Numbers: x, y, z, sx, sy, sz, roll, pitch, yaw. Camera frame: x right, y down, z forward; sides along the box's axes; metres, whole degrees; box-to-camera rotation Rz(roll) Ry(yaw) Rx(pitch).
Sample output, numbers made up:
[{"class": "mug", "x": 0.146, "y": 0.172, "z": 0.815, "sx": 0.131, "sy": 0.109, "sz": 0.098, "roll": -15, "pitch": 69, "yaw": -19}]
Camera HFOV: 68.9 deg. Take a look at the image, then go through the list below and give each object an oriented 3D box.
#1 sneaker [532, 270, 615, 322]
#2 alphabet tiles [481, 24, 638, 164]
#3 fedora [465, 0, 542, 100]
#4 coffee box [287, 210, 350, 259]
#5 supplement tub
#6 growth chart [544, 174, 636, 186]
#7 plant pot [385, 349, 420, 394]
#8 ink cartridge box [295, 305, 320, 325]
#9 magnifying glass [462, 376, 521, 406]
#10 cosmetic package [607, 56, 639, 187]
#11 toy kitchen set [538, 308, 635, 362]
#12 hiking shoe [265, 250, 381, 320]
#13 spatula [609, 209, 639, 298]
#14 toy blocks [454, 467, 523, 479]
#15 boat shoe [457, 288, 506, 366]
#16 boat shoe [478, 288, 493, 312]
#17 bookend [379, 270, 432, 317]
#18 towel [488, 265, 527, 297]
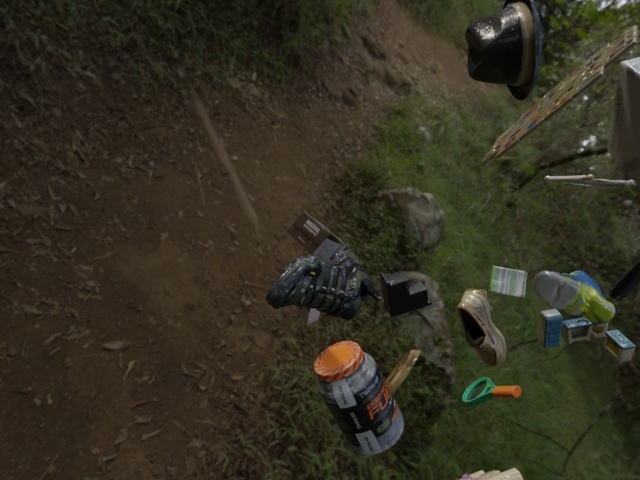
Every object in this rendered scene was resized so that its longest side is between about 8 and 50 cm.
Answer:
[{"class": "sneaker", "x": 0.630, "y": 0.120, "z": 1.192, "sx": 0.240, "sy": 0.091, "sz": 0.126, "roll": 29, "pitch": 35, "yaw": -14}, {"class": "alphabet tiles", "x": 0.485, "y": -0.292, "z": 0.965, "sx": 0.011, "sy": 0.342, "sz": 0.285, "roll": 46, "pitch": 43, "yaw": -1}, {"class": "fedora", "x": 0.498, "y": -0.539, "z": 1.319, "sx": 0.334, "sy": 0.153, "sz": 0.333, "roll": -8, "pitch": 90, "yaw": -81}, {"class": "coffee box", "x": 0.000, "y": 0.000, "z": 2.053, "sx": 0.168, "sy": 0.119, "sz": 0.297, "roll": 43, "pitch": 3, "yaw": 24}, {"class": "supplement tub", "x": 0.114, "y": 0.477, "z": 1.429, "sx": 0.315, "sy": 0.194, "sz": 0.193, "roll": 63, "pitch": 23, "yaw": -19}, {"class": "growth chart", "x": 0.713, "y": -0.153, "z": 1.211, "sx": 0.238, "sy": 0.021, "sz": 0.172, "roll": 1, "pitch": 6, "yaw": -25}, {"class": "plant pot", "x": 0.299, "y": 0.506, "z": 1.780, "sx": 0.032, "sy": 0.236, "sz": 0.236, "roll": 35, "pitch": 26, "yaw": 11}, {"class": "ink cartridge box", "x": -0.039, "y": 0.166, "z": 1.364, "sx": 0.046, "sy": 0.207, "sz": 0.097, "roll": -25, "pitch": 66, "yaw": -19}, {"class": "magnifying glass", "x": 0.434, "y": 0.386, "z": 1.192, "sx": 0.092, "sy": 0.231, "sz": 0.026, "roll": -42, "pitch": 86, "yaw": -20}, {"class": "cosmetic package", "x": 0.716, "y": -0.157, "z": 0.847, "sx": 0.453, "sy": 0.162, "sz": 0.230, "roll": -89, "pitch": 163, "yaw": -49}, {"class": "toy kitchen set", "x": 0.815, "y": 0.294, "z": 1.438, "sx": 0.166, "sy": 0.207, "sz": 0.122, "roll": -102, "pitch": -178, "yaw": -64}, {"class": "hiking shoe", "x": 0.015, "y": 0.084, "z": 0.793, "sx": 0.227, "sy": 0.086, "sz": 0.114, "roll": -14, "pitch": 53, "yaw": -44}, {"class": "spatula", "x": 0.461, "y": 0.007, "z": 0.648, "sx": 0.296, "sy": 0.084, "sz": 0.030, "roll": 77, "pitch": 8, "yaw": -50}, {"class": "toy blocks", "x": 0.344, "y": 0.704, "z": 1.073, "sx": 0.309, "sy": 0.260, "sz": 0.288, "roll": 96, "pitch": -25, "yaw": -65}, {"class": "boat shoe", "x": 0.562, "y": 0.333, "z": 1.665, "sx": 0.110, "sy": 0.122, "sz": 0.341, "roll": -42, "pitch": 115, "yaw": -31}, {"class": "boat shoe", "x": 0.758, "y": 0.329, "z": 2.153, "sx": 0.073, "sy": 0.073, "sz": 0.206, "roll": 56, "pitch": 38, "yaw": -76}, {"class": "bookend", "x": 0.300, "y": 0.170, "z": 1.639, "sx": 0.072, "sy": 0.156, "sz": 0.157, "roll": -117, "pitch": -168, "yaw": -58}, {"class": "towel", "x": 0.774, "y": 0.170, "z": 1.922, "sx": 0.152, "sy": 0.023, "sz": 0.113, "roll": 11, "pitch": 80, "yaw": -6}]
